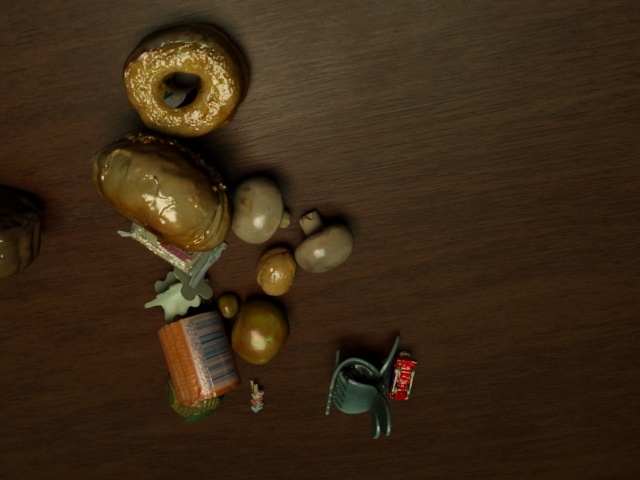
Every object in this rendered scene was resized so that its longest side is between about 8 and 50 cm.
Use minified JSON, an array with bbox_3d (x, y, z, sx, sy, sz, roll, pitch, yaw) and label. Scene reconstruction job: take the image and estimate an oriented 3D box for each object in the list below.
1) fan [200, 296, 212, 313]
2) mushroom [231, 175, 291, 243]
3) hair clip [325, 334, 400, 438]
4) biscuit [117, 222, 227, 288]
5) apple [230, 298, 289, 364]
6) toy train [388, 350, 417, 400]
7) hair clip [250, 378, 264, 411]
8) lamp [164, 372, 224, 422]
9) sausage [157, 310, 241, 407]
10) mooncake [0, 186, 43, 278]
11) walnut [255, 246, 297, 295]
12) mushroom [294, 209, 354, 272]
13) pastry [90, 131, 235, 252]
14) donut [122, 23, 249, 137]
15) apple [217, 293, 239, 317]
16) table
[{"bbox_3d":[-0.433,0.240,1.749,0.060,0.003,0.080,-16,123,11],"label":"fan"},{"bbox_3d":[-0.174,-0.088,1.432,0.215,0.207,0.207,14,129,-47],"label":"mushroom"},{"bbox_3d":[0.155,0.578,1.817,0.238,0.392,0.319,11,141,4],"label":"hair clip"},{"bbox_3d":[-0.474,-0.003,1.511,0.309,0.079,0.186,41,75,-22],"label":"biscuit"},{"bbox_3d":[-0.230,0.326,1.689,0.207,0.237,0.237,38,117,-9],"label":"apple"},{"bbox_3d":[0.333,0.550,1.897,0.082,0.131,0.204,8,113,1],"label":"toy train"},{"bbox_3d":[-0.278,0.692,2.029,0.062,0.056,0.214,-20,128,-26],"label":"hair clip"},{"bbox_3d":[-0.474,0.581,1.855,0.284,0.250,0.250,-2,133,-42],"label":"lamp"},{"bbox_3d":[-0.428,0.414,1.650,0.233,0.233,0.287,-23,83,15],"label":"sausage"},{"bbox_3d":[-1.009,-0.034,1.373,0.323,0.324,0.187,17,118,-12],"label":"mooncake"},{"bbox_3d":[-0.151,0.108,1.578,0.144,0.144,0.180,20,131,-14],"label":"walnut"},{"bbox_3d":[0.000,0.000,1.498,0.204,0.204,0.204,0,124,0],"label":"mushroom"},{"bbox_3d":[-0.414,-0.135,1.277,0.409,0.409,0.245,35,76,-21],"label":"pastry"},{"bbox_3d":[-0.354,-0.412,1.218,0.299,0.150,0.317,35,118,-18],"label":"donut"},{"bbox_3d":[-0.337,0.240,1.697,0.074,0.090,0.090,-15,124,-5],"label":"apple"},{"bbox_3d":[-0.505,0.186,1.629,0.198,0.167,0.166,-32,119,29],"label":"table"}]
